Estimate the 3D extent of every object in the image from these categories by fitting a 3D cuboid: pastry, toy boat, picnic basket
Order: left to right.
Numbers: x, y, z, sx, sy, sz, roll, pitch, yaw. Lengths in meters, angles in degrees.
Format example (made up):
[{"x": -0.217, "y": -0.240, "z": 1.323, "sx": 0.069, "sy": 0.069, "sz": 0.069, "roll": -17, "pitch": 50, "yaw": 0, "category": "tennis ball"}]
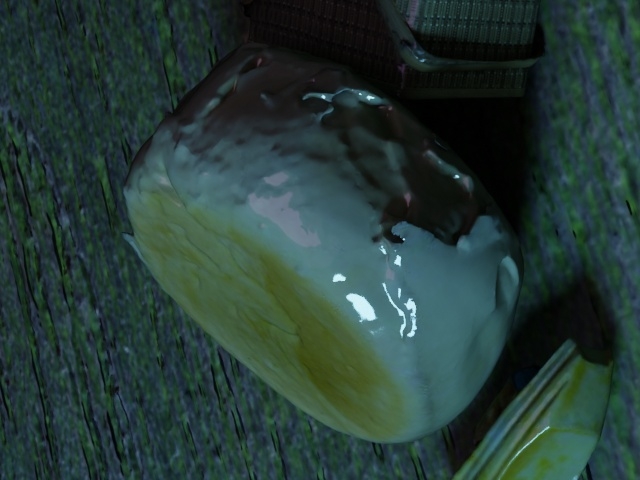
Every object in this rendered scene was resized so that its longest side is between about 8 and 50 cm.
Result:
[{"x": 0.002, "y": 0.001, "z": 1.100, "sx": 0.265, "sy": 0.133, "sz": 0.265, "roll": 35, "pitch": 161, "yaw": 14, "category": "pastry"}, {"x": 0.043, "y": -0.139, "z": 1.116, "sx": 0.164, "sy": 0.115, "sz": 0.079, "roll": 22, "pitch": 111, "yaw": 43, "category": "picnic basket"}, {"x": 0.116, "y": 0.124, "z": 1.109, "sx": 0.172, "sy": 0.065, "sz": 0.066, "roll": -58, "pitch": 33, "yaw": 32, "category": "toy boat"}]
